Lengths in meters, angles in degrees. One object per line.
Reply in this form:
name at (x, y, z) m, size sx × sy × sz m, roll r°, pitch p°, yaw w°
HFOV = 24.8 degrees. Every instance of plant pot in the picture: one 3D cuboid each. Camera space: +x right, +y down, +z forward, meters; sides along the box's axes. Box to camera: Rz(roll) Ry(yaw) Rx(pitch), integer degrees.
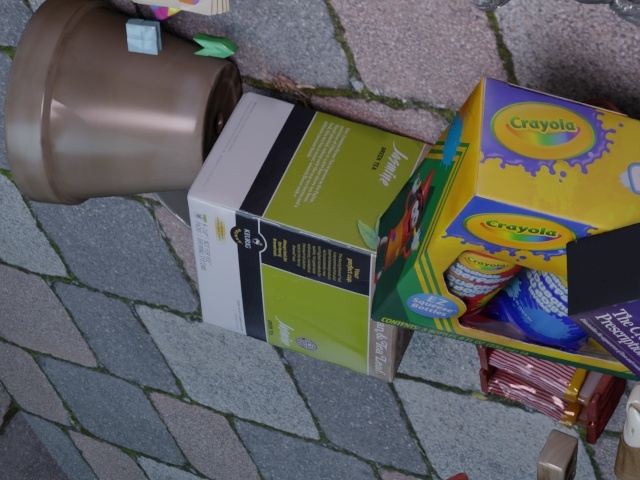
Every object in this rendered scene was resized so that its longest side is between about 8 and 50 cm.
plant pot at (-0.277, -0.197, 2.198) m, size 0.280 × 0.323 × 0.323 m, roll 9°, pitch 143°, yaw 13°

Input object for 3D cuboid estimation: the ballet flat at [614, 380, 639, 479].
ballet flat at (0.468, 0.219, 1.840) m, size 0.124 × 0.116 × 0.342 m, roll 38°, pitch 147°, yaw -18°

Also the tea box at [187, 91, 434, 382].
tea box at (0.000, 0.000, 2.156) m, size 0.323 × 0.220 × 0.329 m, roll 18°, pitch 146°, yaw 13°

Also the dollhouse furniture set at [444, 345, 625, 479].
dollhouse furniture set at (0.288, 0.288, 2.141) m, size 0.201 × 0.374 × 0.152 m, roll 23°, pitch 152°, yaw 22°

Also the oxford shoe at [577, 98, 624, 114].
oxford shoe at (0.319, -0.072, 1.903) m, size 0.130 × 0.123 × 0.348 m, roll 14°, pitch 152°, yaw -18°

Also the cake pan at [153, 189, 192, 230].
cake pan at (-0.183, -0.102, 2.430) m, size 0.293 × 0.054 × 0.293 m, roll 27°, pitch 149°, yaw 18°

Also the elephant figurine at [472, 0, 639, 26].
elephant figurine at (0.302, -0.289, 1.450) m, size 0.169 × 0.239 × 0.186 m, roll 43°, pitch 150°, yaw -9°

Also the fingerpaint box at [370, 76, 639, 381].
fingerpaint box at (0.327, 0.013, 1.744) m, size 0.444 × 0.163 × 0.371 m, roll 14°, pitch 152°, yaw -12°

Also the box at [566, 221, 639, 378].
box at (0.408, 0.077, 1.571) m, size 0.184 × 0.103 × 0.261 m, roll -21°, pitch 140°, yaw 33°

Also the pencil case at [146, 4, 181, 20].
pencil case at (-0.253, -0.416, 2.025) m, size 0.104 × 0.104 × 0.236 m, roll -8°, pitch 127°, yaw 52°

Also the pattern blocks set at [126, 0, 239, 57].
pattern blocks set at (-0.196, -0.387, 1.941) m, size 0.285 × 0.026 × 0.325 m, roll 1°, pitch 126°, yaw 20°
